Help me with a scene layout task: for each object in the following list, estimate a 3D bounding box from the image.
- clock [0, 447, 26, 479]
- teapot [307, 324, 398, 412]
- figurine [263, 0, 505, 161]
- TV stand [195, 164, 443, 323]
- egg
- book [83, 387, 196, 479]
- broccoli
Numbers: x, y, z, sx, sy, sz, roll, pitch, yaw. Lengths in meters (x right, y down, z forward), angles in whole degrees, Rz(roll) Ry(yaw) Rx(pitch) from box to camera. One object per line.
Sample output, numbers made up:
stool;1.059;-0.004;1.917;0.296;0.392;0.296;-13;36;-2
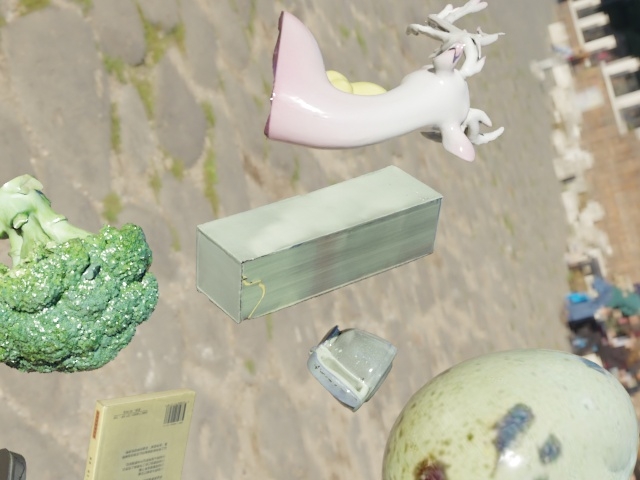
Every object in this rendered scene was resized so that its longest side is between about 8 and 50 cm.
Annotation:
clock;-0.413;0.392;1.203;0.049;0.279;0.273;25;43;-36
teapot;0.032;0.182;1.546;0.108;0.111;0.149;34;47;4
figurine;0.096;-0.208;1.410;0.284;0.316;0.206;-88;-172;-69
TV stand;0.000;0.000;1.191;0.088;0.269;0.082;38;-47;41
egg;0.301;0.343;1.754;0.345;0.428;0.345;53;-12;16
book;-0.251;0.317;1.501;0.161;0.026;0.230;-1;106;-48
broccoli;-0.343;0.043;1.431;0.270;0.270;0.270;61;14;8
